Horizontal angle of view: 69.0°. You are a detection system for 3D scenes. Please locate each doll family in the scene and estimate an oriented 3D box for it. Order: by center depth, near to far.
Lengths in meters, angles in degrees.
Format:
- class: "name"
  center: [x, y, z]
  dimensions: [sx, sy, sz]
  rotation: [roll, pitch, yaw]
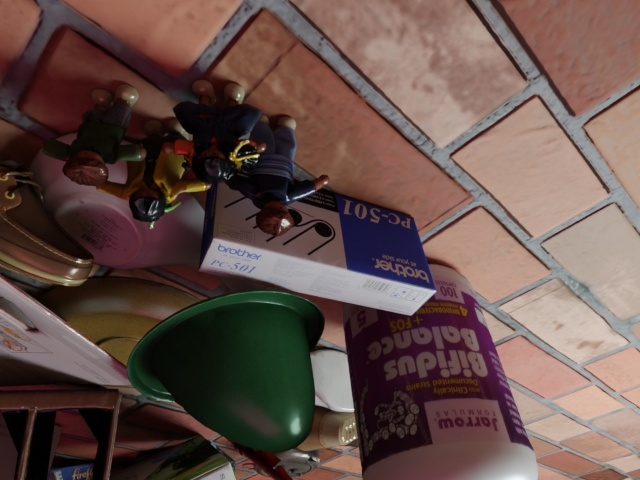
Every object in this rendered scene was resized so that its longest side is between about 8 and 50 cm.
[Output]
- class: "doll family"
  center: [-0.090, -0.057, 0.340]
  dimensions: [0.192, 0.112, 0.076]
  rotation: [-6, 138, -1]

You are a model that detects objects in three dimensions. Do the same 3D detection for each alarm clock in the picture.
- class: "alarm clock"
  center: [-0.081, 0.429, 0.918]
  dimensions: [0.192, 0.064, 0.129]
  rotation: [-30, 133, 28]

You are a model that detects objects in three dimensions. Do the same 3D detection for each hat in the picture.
- class: "hat"
  center: [-0.040, 0.165, 0.382]
  dimensions: [0.208, 0.184, 0.173]
  rotation: [15, 127, -41]

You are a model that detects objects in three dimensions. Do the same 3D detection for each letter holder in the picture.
- class: "letter holder"
  center: [-0.321, 0.278, 0.518]
  dimensions: [0.151, 0.215, 0.301]
  rotation: [7, 161, -24]

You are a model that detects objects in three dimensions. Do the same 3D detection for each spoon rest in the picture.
- class: "spoon rest"
  center: [-0.144, 0.011, 0.449]
  dimensions: [0.137, 0.084, 0.276]
  rotation: [-32, 119, 24]

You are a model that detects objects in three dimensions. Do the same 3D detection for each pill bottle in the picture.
- class: "pill bottle"
  center: [0.120, 0.187, 0.492]
  dimensions: [0.169, 0.302, 0.169]
  rotation: [-4, 138, -3]

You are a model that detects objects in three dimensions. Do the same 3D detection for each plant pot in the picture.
- class: "plant pot"
  center: [-0.241, 0.131, 0.589]
  dimensions: [0.235, 0.033, 0.237]
  rotation: [-4, 138, -4]

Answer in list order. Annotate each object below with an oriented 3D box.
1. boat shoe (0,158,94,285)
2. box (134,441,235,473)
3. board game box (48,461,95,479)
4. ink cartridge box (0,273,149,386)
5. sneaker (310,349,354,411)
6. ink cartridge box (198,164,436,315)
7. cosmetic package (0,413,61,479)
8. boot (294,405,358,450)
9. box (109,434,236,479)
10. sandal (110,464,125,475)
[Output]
- class: "boat shoe"
  center: [-0.244, -0.033, 0.346]
  dimensions: [0.178, 0.064, 0.060]
  rotation: [38, 90, -5]
- class: "box"
  center: [-0.256, 0.532, 0.866]
  dimensions: [0.163, 0.248, 0.142]
  rotation: [-11, 140, 6]
- class: "board game box"
  center: [-0.559, 0.499, 0.866]
  dimensions: [0.243, 0.042, 0.165]
  rotation: [-35, 153, 9]
- class: "ink cartridge box"
  center: [-0.321, 0.034, 0.396]
  dimensions: [0.260, 0.066, 0.296]
  rotation: [-8, 137, 21]
- class: "sneaker"
  center: [-0.028, 0.199, 0.671]
  dimensions: [0.212, 0.080, 0.094]
  rotation: [21, 145, -20]
- class: "ink cartridge box"
  center: [0.000, 0.000, 0.425]
  dimensions: [0.206, 0.097, 0.046]
  rotation: [14, 134, -22]
- class: "cosmetic package"
  center: [-0.638, 0.389, 0.734]
  dimensions: [0.384, 0.156, 0.217]
  rotation: [-25, 135, 18]
- class: "boot"
  center: [-0.006, 0.291, 0.770]
  dimensions: [0.206, 0.090, 0.248]
  rotation: [-6, 162, 29]
- class: "box"
  center: [-0.258, 0.373, 0.676]
  dimensions: [0.232, 0.059, 0.322]
  rotation: [-18, 173, -25]
- class: "sandal"
  center: [-0.381, 0.522, 0.974]
  dimensions: [0.089, 0.060, 0.220]
  rotation: [-3, 128, 20]
